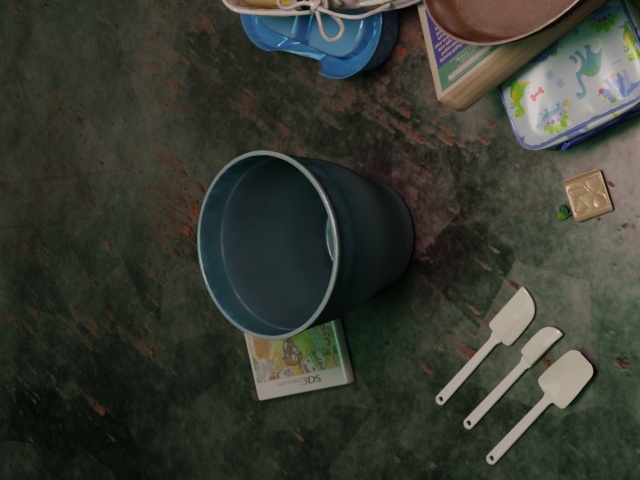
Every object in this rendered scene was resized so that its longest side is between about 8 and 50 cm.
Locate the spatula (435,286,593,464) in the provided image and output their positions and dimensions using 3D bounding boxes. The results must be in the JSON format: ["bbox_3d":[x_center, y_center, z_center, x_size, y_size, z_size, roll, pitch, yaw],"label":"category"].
[{"bbox_3d":[0.275,0.209,1.645,0.168,0.019,0.242,50,122,24],"label":"spatula"}]

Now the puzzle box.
[{"bbox_3d":[0.291,-0.387,1.486,0.409,0.052,0.272,-37,46,36],"label":"puzzle box"}]

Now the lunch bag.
[{"bbox_3d":[0.345,-0.222,1.501,0.219,0.090,0.176,-27,76,38],"label":"lunch bag"}]

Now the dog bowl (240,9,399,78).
[{"bbox_3d":[0.000,-0.360,1.785,0.297,0.074,0.165,28,111,34],"label":"dog bowl"}]

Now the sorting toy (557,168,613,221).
[{"bbox_3d":[0.358,-0.058,1.555,0.083,0.012,0.062,-21,85,35],"label":"sorting toy"}]

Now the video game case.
[{"bbox_3d":[-0.050,0.145,1.903,0.206,0.026,0.226,-17,83,39],"label":"video game case"}]

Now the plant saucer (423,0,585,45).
[{"bbox_3d":[0.262,-0.376,1.406,0.311,0.050,0.310,-23,55,37],"label":"plant saucer"}]

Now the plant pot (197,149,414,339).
[{"bbox_3d":[0.000,0.000,1.700,0.272,0.255,0.271,4,96,40],"label":"plant pot"}]

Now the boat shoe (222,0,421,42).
[{"bbox_3d":[-0.002,-0.365,1.608,0.367,0.156,0.135,10,135,36],"label":"boat shoe"}]
